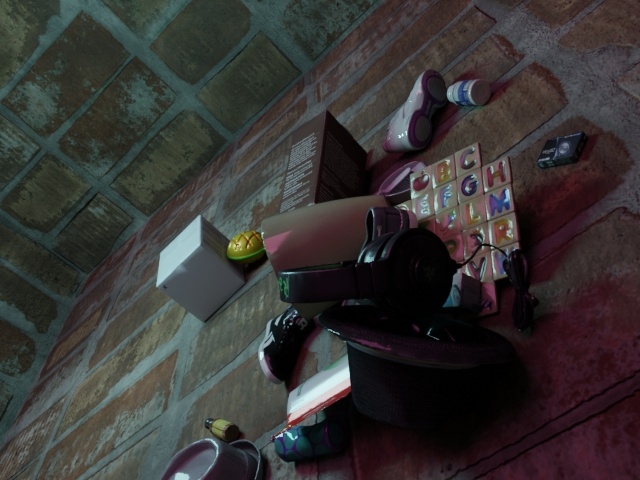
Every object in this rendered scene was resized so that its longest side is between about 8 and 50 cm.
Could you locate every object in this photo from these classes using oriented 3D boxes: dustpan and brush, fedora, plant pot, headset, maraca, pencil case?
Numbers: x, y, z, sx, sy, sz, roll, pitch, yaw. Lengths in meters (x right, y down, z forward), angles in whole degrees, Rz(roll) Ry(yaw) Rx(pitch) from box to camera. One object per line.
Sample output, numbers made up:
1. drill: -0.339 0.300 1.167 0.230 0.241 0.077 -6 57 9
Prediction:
1. dustpan and brush: 0.179 -0.127 1.578 0.211 0.060 0.147 -42 24 13
2. fedora: -0.245 0.498 1.242 0.275 0.124 0.244 -38 25 21
3. plant pot: 0.047 0.011 1.407 0.274 0.257 0.256 -24 29 10
4. fedora: 0.138 0.200 0.965 0.334 0.334 0.153 12 96 63
5. headset: 0.134 0.076 0.973 0.394 0.185 0.243 -8 0 -3
6. maraca: -0.212 0.017 1.980 0.185 0.099 0.127 -14 34 8
7. pencil case: -0.020 0.364 1.143 0.151 0.064 0.070 -26 56 39

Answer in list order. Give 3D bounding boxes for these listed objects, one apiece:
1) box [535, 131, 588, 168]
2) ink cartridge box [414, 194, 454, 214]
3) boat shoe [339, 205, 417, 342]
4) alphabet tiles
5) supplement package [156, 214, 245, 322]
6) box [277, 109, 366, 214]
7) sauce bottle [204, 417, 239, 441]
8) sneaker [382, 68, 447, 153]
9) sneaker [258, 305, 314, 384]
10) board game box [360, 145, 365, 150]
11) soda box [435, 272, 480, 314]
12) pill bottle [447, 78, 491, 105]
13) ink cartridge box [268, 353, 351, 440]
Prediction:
1. box: 0.470 -0.175 1.212 0.083 0.018 0.067 -5 47 57
2. ink cartridge box: 0.254 -0.052 1.286 0.135 0.099 0.056 -26 32 42
3. boat shoe: 0.085 0.069 1.262 0.320 0.099 0.116 -65 26 23
4. alphabet tiles: 0.245 -0.008 1.177 0.285 0.011 0.343 -24 56 43
5. supplement package: -0.391 0.087 2.036 0.199 0.198 0.263 -43 24 8
6. box: 0.010 -0.151 1.673 0.143 0.191 0.381 -25 39 33
7. sauce bottle: -0.229 0.430 1.424 0.128 0.042 0.042 -4 48 57
8. sneaker: 0.258 -0.366 1.748 0.152 0.114 0.305 -15 39 49
9. sneaker: -0.073 0.223 1.434 0.121 0.079 0.217 -40 23 19
10. board game box: 0.061 -0.181 1.888 0.160 0.039 0.212 -31 28 32
11. soda box: 0.197 0.101 1.128 0.183 0.058 0.063 -11 65 48
12. pill bottle: 0.384 -0.386 1.626 0.067 0.067 0.120 -50 24 -6
13. ink cartridge box: 0.007 0.266 1.129 0.181 0.056 0.224 -37 -11 22
